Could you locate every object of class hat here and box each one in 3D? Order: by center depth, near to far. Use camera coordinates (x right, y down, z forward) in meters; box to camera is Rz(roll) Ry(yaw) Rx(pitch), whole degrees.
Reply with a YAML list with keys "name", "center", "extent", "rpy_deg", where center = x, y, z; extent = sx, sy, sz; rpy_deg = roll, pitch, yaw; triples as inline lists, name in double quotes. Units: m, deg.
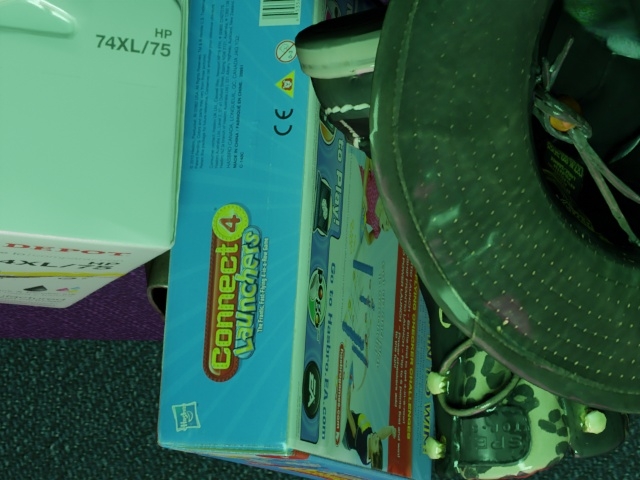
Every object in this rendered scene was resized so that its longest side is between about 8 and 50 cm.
- name: "hat"
  center: [0.161, -0.095, 0.885]
  extent: [0.331, 0.331, 0.134]
  rpy_deg: [6, -163, -18]

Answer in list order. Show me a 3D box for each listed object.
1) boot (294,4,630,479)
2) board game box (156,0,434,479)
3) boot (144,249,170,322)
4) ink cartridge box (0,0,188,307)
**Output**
- name: "boot"
  center: [0.095, -0.001, 1.148]
  extent: [0.138, 0.284, 0.377]
  rpy_deg: [-10, 180, 11]
- name: "board game box"
  center: [0.000, 0.000, 1.276]
  extent: [0.086, 0.308, 0.302]
  rpy_deg: [0, 169, 19]
- name: "boot"
  center: [-0.102, -0.043, 1.338]
  extent: [0.090, 0.206, 0.248]
  rpy_deg: [3, 170, -2]
- name: "ink cartridge box"
  center: [-0.214, -0.077, 1.203]
  extent: [0.198, 0.197, 0.270]
  rpy_deg: [6, 169, -19]
